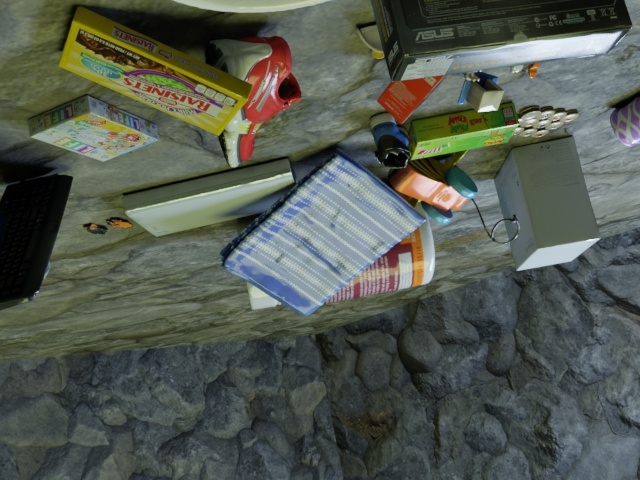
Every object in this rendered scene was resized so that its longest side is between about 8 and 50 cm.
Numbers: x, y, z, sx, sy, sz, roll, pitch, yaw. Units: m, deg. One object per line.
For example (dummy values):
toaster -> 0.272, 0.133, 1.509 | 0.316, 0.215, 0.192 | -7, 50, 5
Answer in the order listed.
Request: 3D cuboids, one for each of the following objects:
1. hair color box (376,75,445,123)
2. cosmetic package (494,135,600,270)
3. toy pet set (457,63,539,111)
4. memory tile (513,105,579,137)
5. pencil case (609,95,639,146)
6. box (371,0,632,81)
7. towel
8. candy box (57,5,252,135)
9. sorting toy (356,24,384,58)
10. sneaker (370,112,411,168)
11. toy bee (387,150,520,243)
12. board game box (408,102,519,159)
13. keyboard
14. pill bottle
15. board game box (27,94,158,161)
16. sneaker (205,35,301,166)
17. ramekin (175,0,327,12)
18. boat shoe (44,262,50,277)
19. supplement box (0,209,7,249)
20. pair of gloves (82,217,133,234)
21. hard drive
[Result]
hair color box -> 0.146, -0.232, 1.095 | 0.093, 0.053, 0.167 | -47, 179, -22
cosmetic package -> 0.478, -0.072, 1.770 | 0.138, 0.224, 0.224 | -12, 166, -1
toy pet set -> 0.254, -0.254, 1.226 | 0.122, 0.065, 0.114 | -8, 132, -26
memory tile -> 0.403, -0.220, 1.546 | 0.148, 0.012, 0.113 | -1, 163, -36
pencil case -> 0.634, -0.245, 1.507 | 0.206, 0.086, 0.088 | -25, -171, 48
box -> 0.163, -0.260, 0.800 | 0.231, 0.183, 0.056 | -10, 166, -10
towel -> 0.000, 0.000, 1.567 | 0.243, 0.040, 0.336 | 35, 118, -28
candy box -> -0.191, -0.189, 0.947 | 0.206, 0.027, 0.105 | 22, 156, -18
sorting toy -> 0.092, -0.260, 1.072 | 0.083, 0.044, 0.075 | -13, -174, 5
sneaker -> 0.125, -0.156, 1.413 | 0.058, 0.084, 0.152 | -15, 167, 11
toy bee -> 0.241, -0.103, 1.636 | 0.195, 0.162, 0.298 | -31, 131, 14
board game box -> 0.249, -0.192, 1.461 | 0.181, 0.043, 0.092 | -11, 167, -3
keyboard -> -0.476, 0.006, 1.202 | 0.202, 0.317, 0.033 | -18, 125, 6
pill bottle -> 0.027, 0.020, 1.764 | 0.392, 0.224, 0.224 | -11, 167, -6
board game box -> -0.316, -0.155, 1.161 | 0.103, 0.026, 0.154 | -17, 166, 22
sneaker -> -0.084, -0.180, 1.100 | 0.118, 0.107, 0.279 | -15, 168, -11
ramekin -> -0.031, -0.294, 0.592 | 0.277, 0.135, 0.277 | -11, 166, -3
boat shoe -> -0.586, 0.048, 1.621 | 0.081, 0.079, 0.227 | -13, 175, 13
supplement box -> -0.622, 0.006, 1.051 | 0.357, 0.195, 0.194 | -13, 133, 3
pair of gloves -> -0.422, -0.027, 1.639 | 0.083, 0.010, 0.074 | -13, 167, 9
hard drive -> -0.194, -0.078, 1.565 | 0.308, 0.040, 0.203 | -13, 167, 3
